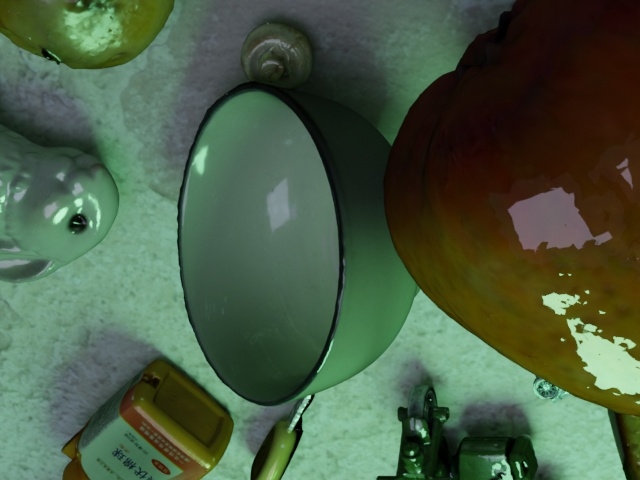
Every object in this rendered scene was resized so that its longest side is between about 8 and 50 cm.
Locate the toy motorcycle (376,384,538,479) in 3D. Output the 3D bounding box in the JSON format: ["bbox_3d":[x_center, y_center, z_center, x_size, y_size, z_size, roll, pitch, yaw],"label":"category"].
[{"bbox_3d":[0.196,0.311,1.914,0.205,0.127,0.275,-2,123,21],"label":"toy motorcycle"}]

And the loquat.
[{"bbox_3d":[-0.257,-0.305,1.627,0.244,0.244,0.244,7,122,12],"label":"loquat"}]

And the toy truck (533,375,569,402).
[{"bbox_3d":[0.273,0.092,1.789,0.115,0.080,0.177,-25,109,17],"label":"toy truck"}]

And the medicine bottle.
[{"bbox_3d":[-0.239,0.279,2.030,0.149,0.112,0.222,42,122,-10],"label":"medicine bottle"}]

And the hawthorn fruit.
[{"bbox_3d":[0.313,-0.059,1.491,0.472,0.472,0.471,7,122,12],"label":"hawthorn fruit"}]

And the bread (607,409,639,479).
[{"bbox_3d":[0.431,0.208,1.782,0.174,0.133,0.251,-14,74,15],"label":"bread"}]

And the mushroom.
[{"bbox_3d":[-0.049,-0.202,1.711,0.084,0.067,0.083,4,115,9],"label":"mushroom"}]

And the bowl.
[{"bbox_3d":[0.000,0.000,1.709,0.185,0.354,0.354,-3,132,-34],"label":"bowl"}]

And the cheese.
[{"bbox_3d":[-0.046,0.255,1.986,0.036,0.086,0.162,26,110,-7],"label":"cheese"}]

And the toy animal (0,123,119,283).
[{"bbox_3d":[-0.427,-0.054,1.855,0.357,0.194,0.257,18,114,-4],"label":"toy animal"}]
